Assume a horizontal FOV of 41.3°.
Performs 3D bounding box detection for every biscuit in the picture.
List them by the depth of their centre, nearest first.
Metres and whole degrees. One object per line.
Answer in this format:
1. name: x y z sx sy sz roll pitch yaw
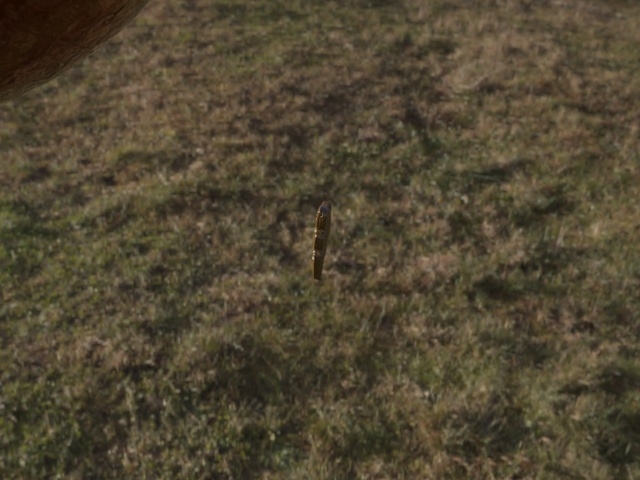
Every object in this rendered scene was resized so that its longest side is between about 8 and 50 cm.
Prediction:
1. biscuit: 0.000 0.000 0.976 0.016 0.092 0.082 9 -9 5

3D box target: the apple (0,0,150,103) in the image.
1. apple: -0.171 -0.191 0.436 0.179 0.254 0.346 36 85 25
